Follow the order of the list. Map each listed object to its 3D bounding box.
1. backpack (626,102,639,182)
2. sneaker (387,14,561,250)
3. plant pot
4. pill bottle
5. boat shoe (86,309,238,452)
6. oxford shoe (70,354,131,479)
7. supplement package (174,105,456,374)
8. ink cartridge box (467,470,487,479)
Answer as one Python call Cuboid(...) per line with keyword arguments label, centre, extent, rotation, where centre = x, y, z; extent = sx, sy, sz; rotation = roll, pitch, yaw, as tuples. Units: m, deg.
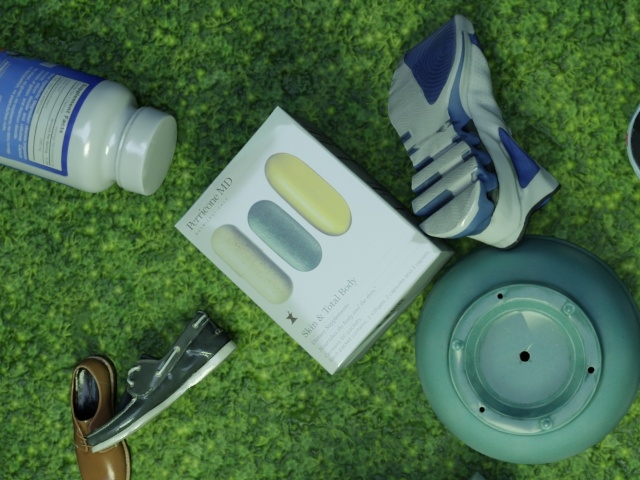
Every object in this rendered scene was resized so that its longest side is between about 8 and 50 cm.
Cuboid(label="backpack", centre=(0.491, -0.094, 1.452), extent=(0.225, 0.191, 0.253), rotation=(-44, 76, 10))
Cuboid(label="sneaker", centre=(0.195, -0.108, 1.542), extent=(0.127, 0.182, 0.316), rotation=(-32, 48, 34))
Cuboid(label="plant pot", centre=(0.248, 0.136, 1.495), extent=(0.293, 0.196, 0.293), rotation=(0, 89, 12))
Cuboid(label="pill bottle", centre=(-0.334, -0.151, 1.637), extent=(0.271, 0.152, 0.152), rotation=(17, 92, 10))
Cuboid(label="boat shoe", centre=(-0.219, 0.188, 1.630), extent=(0.233, 0.084, 0.079), rotation=(-40, 89, -9))
Cuboid(label="oxford shoe", centre=(-0.306, 0.263, 1.663), extent=(0.076, 0.076, 0.212), rotation=(-10, 89, 9))
Cuboid(label="supplement package", centre=(0.000, 0.000, 1.544), extent=(0.262, 0.198, 0.199), rotation=(43, 97, 9))
Cuboid(label="ink cartridge box", centre=(0.153, 0.388, 1.537), extent=(0.082, 0.139, 0.191), rotation=(43, 96, 11))
